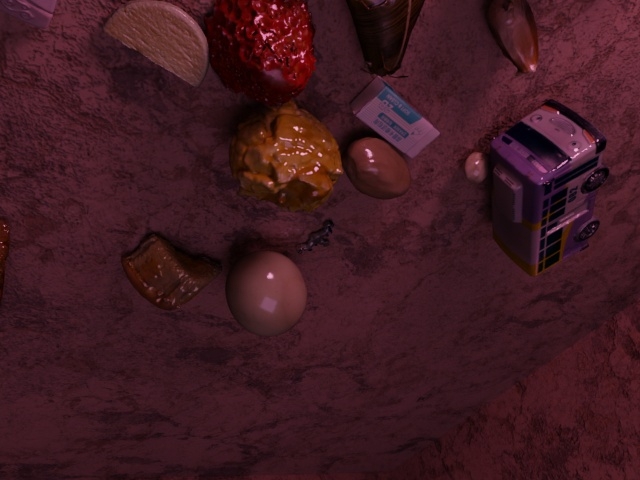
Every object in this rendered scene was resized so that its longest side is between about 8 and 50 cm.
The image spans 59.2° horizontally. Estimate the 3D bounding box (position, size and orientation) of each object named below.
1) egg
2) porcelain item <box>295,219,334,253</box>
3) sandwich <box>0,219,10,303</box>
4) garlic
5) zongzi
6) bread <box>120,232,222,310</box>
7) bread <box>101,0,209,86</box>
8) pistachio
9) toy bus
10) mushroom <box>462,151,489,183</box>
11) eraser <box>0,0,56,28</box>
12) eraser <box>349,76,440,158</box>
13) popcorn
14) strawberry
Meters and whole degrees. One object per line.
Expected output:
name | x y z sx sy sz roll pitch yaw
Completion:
egg | -0.145 0.142 1.521 0.218 0.219 0.269 -14 141 -7
porcelain item | 0.000 0.000 1.573 0.136 0.021 0.075 -39 137 22
sandwich | -0.855 0.064 1.199 0.325 0.131 0.262 6 136 -32
garlic | 0.393 -0.439 1.151 0.090 0.129 0.198 -17 147 21
zongzi | 0.174 -0.445 1.077 0.240 0.111 0.248 -28 146 0
bread | -0.375 0.108 1.449 0.174 0.133 0.251 -37 137 17
bread | -0.274 -0.369 1.004 0.192 0.036 0.112 26 125 -28
pistachio | 0.138 -0.171 1.362 0.136 0.136 0.225 -41 142 24
toy bus | 0.590 -0.125 1.512 0.249 0.209 0.440 -29 140 -5
mushroom | 0.409 -0.192 1.490 0.067 0.084 0.083 6 160 41
eraser | -0.500 -0.436 0.824 0.243 0.059 0.204 9 133 -37
eraser | 0.174 -0.279 1.302 0.095 0.052 0.225 -43 135 22
popcorn | -0.079 -0.164 1.200 0.249 0.250 0.225 16 146 -36
strawberry | -0.108 -0.330 1.031 0.233 0.178 0.234 -7 135 -7
